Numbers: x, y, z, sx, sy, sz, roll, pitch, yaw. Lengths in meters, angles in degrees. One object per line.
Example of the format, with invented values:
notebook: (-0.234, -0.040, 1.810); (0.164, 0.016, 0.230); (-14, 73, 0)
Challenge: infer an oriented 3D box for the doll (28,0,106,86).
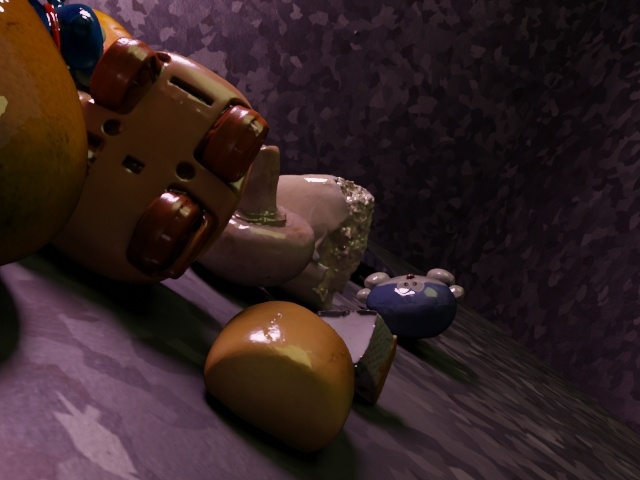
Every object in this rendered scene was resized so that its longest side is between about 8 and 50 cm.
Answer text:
doll: (-0.545, -0.372, 1.473); (0.322, 0.198, 0.186); (-14, -7, -24)

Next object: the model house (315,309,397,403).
model house: (0.039, 0.150, 1.020); (0.101, 0.087, 0.100); (-1, -41, 33)

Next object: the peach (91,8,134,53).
peach: (-0.538, -0.387, 1.869); (0.274, 0.248, 0.245); (46, 42, 6)

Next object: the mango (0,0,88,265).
mango: (-0.321, -0.116, 0.645); (0.378, 0.221, 0.264); (49, 12, 36)

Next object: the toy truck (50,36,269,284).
toy truck: (-0.186, -0.082, 0.898); (0.204, 0.288, 0.211); (31, -19, -2)

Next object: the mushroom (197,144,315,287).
mushroom: (-0.101, -0.031, 1.204); (0.207, 0.209, 0.206); (19, -14, 5)

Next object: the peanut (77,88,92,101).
peanut: (-0.447, -0.229, 1.552); (0.108, 0.095, 0.226); (37, 6, 35)

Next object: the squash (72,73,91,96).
squash: (-0.524, -0.339, 1.663); (0.193, 0.193, 0.156); (33, 34, 13)

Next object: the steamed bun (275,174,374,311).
steamed bun: (0.000, 0.000, 1.357); (0.200, 0.225, 0.170); (15, -15, -29)

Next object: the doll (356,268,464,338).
doll: (0.186, 0.127, 1.662); (0.228, 0.153, 0.258); (0, -7, 7)

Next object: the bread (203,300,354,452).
bread: (-0.030, 0.118, 0.784); (0.147, 0.098, 0.217); (28, 4, -3)

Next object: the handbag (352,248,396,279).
handbag: (0.067, 0.033, 2.158); (0.211, 0.088, 0.254); (30, -2, -43)
